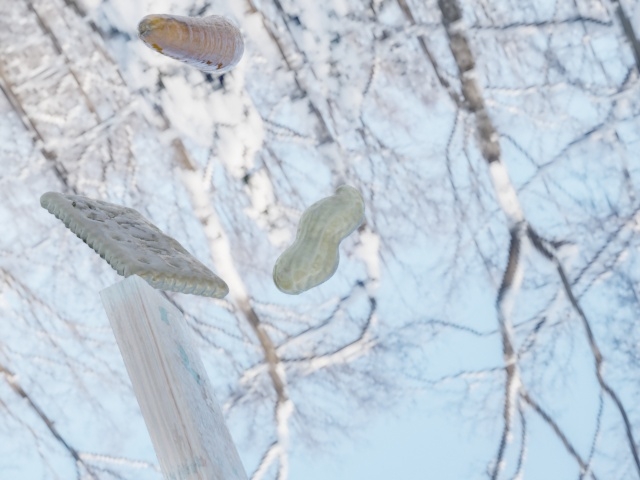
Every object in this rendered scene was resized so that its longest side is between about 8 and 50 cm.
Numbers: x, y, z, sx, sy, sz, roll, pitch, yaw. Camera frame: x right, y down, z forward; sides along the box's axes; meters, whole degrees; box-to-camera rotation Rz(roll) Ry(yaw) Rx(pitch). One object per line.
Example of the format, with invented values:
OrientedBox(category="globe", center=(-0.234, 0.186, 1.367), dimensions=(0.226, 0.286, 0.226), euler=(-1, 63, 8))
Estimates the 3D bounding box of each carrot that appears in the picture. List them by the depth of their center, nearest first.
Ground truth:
OrientedBox(category="carrot", center=(-0.110, -0.185, 0.996), dimensions=(0.062, 0.066, 0.271), euler=(-32, -173, 8))

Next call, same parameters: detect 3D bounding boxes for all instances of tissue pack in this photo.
OrientedBox(category="tissue pack", center=(-0.190, 0.213, 1.426), dimensions=(0.071, 0.170, 0.325), euler=(-29, -121, 4))

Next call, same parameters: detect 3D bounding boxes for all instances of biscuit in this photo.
OrientedBox(category="biscuit", center=(-0.312, 0.002, 1.787), dimensions=(0.325, 0.217, 0.044), euler=(35, -74, 42))

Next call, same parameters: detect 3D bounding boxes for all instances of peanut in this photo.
OrientedBox(category="peanut", center=(0.000, 0.000, 1.509), dimensions=(0.082, 0.082, 0.187), euler=(5, -120, 50))
